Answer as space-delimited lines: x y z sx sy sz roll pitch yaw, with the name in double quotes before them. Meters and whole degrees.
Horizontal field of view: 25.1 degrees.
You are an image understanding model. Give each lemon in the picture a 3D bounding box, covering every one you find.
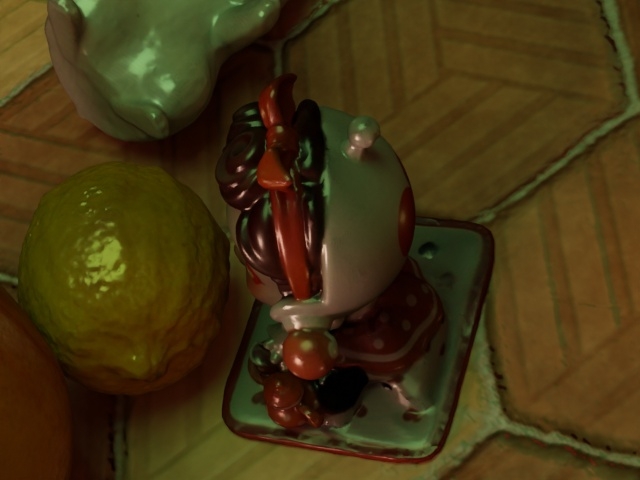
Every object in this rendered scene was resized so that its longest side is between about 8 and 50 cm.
"lemon" -0.130 0.018 0.956 0.142 0.142 0.187 -17 43 6

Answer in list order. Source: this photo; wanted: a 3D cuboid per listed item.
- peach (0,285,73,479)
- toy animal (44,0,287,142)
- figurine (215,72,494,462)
"peach" -0.298 0.118 0.834 0.289 0.308 0.289 0 55 0
"toy animal" -0.082 -0.199 1.084 0.140 0.138 0.282 44 81 3
"figurine" 0.000 0.000 0.875 0.160 0.226 0.183 6 60 20
